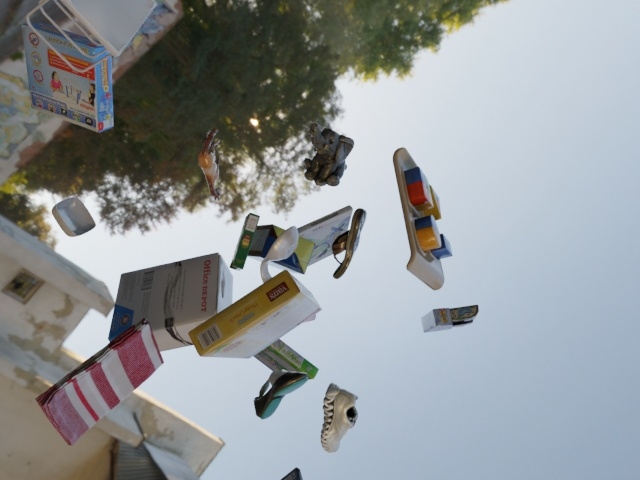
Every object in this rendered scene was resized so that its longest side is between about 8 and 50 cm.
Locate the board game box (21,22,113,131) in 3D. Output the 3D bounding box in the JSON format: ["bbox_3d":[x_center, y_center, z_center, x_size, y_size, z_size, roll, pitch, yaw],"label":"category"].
[{"bbox_3d":[-0.911,-0.590,1.660,0.308,0.302,0.086,21,-148,9],"label":"board game box"}]

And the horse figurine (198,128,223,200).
[{"bbox_3d":[-0.417,-0.302,1.747,0.066,0.263,0.175,7,-125,2],"label":"horse figurine"}]

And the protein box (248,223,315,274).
[{"bbox_3d":[-0.164,0.036,1.820,0.201,0.199,0.136,0,-111,64],"label":"protein box"}]

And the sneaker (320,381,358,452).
[{"bbox_3d":[0.068,0.643,1.612,0.118,0.292,0.110,10,-153,15],"label":"sneaker"}]

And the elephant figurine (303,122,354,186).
[{"bbox_3d":[0.033,-0.318,1.584,0.169,0.240,0.186,8,-141,-6],"label":"elephant figurine"}]

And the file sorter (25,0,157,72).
[{"bbox_3d":[-0.623,-0.633,1.251,0.173,0.193,0.278,-12,-131,29],"label":"file sorter"}]

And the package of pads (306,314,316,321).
[{"bbox_3d":[-0.059,0.247,1.498,0.050,0.083,0.032,29,-69,39],"label":"package of pads"}]

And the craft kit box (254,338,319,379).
[{"bbox_3d":[-0.165,0.526,1.993,0.061,0.250,0.246,-56,-169,-31],"label":"craft kit box"}]

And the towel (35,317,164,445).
[{"bbox_3d":[-0.591,0.394,1.278,0.037,0.237,0.329,28,-132,25],"label":"towel"}]

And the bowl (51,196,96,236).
[{"bbox_3d":[-0.921,-0.082,1.690,0.053,0.142,0.142,-23,-166,15],"label":"bowl"}]

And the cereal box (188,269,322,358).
[{"bbox_3d":[-0.093,0.132,0.761,0.173,0.240,0.047,-33,-106,-2],"label":"cereal box"}]

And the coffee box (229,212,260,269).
[{"bbox_3d":[-0.249,0.006,1.491,0.113,0.040,0.184,164,-57,-73],"label":"coffee box"}]

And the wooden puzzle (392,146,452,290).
[{"bbox_3d":[0.306,-0.056,1.314,0.080,0.322,0.348,-11,-111,24],"label":"wooden puzzle"}]

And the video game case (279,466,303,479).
[{"bbox_3d":[-0.105,0.846,1.341,0.196,0.026,0.274,-41,-147,6],"label":"video game case"}]

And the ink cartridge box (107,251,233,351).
[{"bbox_3d":[-0.530,0.235,1.670,0.394,0.166,0.286,-12,-130,5],"label":"ink cartridge box"}]

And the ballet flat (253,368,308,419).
[{"bbox_3d":[-0.151,0.505,1.559,0.280,0.095,0.096,-48,-124,26],"label":"ballet flat"}]

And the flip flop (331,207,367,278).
[{"bbox_3d":[0.081,0.007,1.497,0.080,0.277,0.112,20,-141,9],"label":"flip flop"}]

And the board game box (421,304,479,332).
[{"bbox_3d":[0.441,0.266,1.557,0.194,0.194,0.060,-11,-107,12],"label":"board game box"}]

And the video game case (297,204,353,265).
[{"bbox_3d":[0.000,0.000,2.127,0.299,0.329,0.036,-25,-118,-23],"label":"video game case"}]

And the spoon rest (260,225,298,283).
[{"bbox_3d":[-0.150,0.056,1.572,0.137,0.084,0.276,-37,157,-49],"label":"spoon rest"}]
